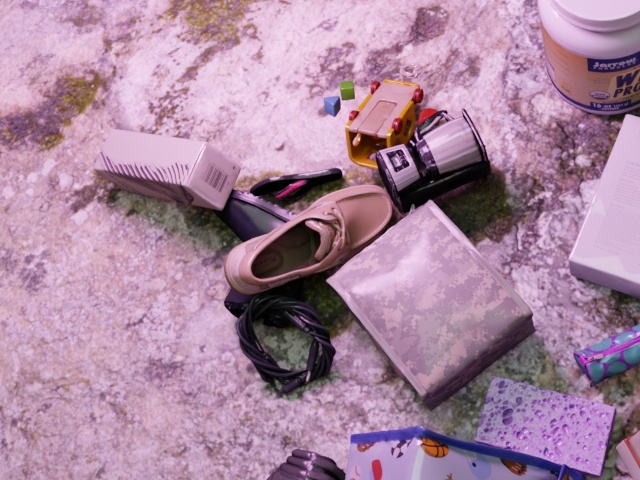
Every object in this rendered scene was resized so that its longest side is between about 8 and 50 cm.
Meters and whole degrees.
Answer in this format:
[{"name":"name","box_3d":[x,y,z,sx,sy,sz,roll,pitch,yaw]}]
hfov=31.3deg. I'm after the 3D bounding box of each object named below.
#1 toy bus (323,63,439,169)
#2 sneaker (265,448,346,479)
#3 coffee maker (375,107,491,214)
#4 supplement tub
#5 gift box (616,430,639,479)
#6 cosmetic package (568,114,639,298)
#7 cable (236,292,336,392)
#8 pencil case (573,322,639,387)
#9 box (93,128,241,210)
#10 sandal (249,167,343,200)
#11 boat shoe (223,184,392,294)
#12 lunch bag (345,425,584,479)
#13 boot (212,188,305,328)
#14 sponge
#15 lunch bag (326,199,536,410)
[{"name":"toy bus","box_3d":[0.124,-0.215,2.092,0.202,0.104,0.191,-16,41,-10]},{"name":"sneaker","box_3d":[0.001,0.428,1.836,0.147,0.104,0.295,-53,35,-10]},{"name":"coffee maker","box_3d":[0.198,-0.121,1.983,0.178,0.171,0.120,-24,40,2]},{"name":"supplement tub","box_3d":[0.488,-0.376,1.939,0.228,0.316,0.228,-5,69,13]},{"name":"gift box","box_3d":[0.628,0.339,1.672,0.276,0.258,0.255,-14,65,-14]},{"name":"cosmetic package","box_3d":[0.638,-0.020,1.886,0.377,0.097,0.285,20,78,21]},{"name":"cable","box_3d":[-0.061,0.172,1.978,0.150,0.047,0.185,-23,102,19]},{"name":"pencil case","box_3d":[0.494,0.180,1.863,0.151,0.070,0.065,-26,65,3]},{"name":"box","box_3d":[-0.287,-0.134,2.120,0.275,0.113,0.094,10,72,43]},{"name":"sandal","box_3d":[-0.045,-0.098,2.118,0.179,0.067,0.040,-10,79,9]},{"name":"boat shoe","box_3d":[0.000,0.000,1.981,0.341,0.110,0.122,-29,97,-24]},{"name":"lunch bag","box_3d":[0.232,0.471,1.688,0.239,0.385,0.328,-18,56,57]},{"name":"boot","box_3d":[-0.129,0.032,2.072,0.246,0.094,0.207,23,73,15]},{"name":"sponge","box_3d":[0.368,0.303,1.871,0.210,0.031,0.117,13,74,19]},{"name":"lunch bag","box_3d":[0.180,0.101,1.924,0.235,0.169,0.287,-38,70,-1]}]
